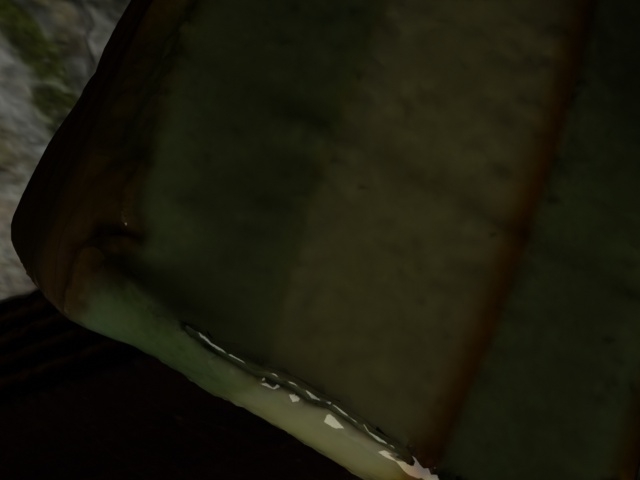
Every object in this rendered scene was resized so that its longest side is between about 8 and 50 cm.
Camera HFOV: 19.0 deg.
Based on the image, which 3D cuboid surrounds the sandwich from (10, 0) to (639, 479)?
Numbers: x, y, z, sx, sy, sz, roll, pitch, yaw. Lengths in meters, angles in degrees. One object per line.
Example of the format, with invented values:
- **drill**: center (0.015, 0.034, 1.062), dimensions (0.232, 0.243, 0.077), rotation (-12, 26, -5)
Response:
- **sandwich**: center (-0.001, 0.000, 0.543), dimensions (0.155, 0.227, 0.198), rotation (29, 143, -10)

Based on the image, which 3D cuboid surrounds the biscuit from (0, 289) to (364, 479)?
- **biscuit**: center (-0.054, 0.060, 0.779), dimensions (0.252, 0.070, 0.106), rotation (-21, 126, 42)
